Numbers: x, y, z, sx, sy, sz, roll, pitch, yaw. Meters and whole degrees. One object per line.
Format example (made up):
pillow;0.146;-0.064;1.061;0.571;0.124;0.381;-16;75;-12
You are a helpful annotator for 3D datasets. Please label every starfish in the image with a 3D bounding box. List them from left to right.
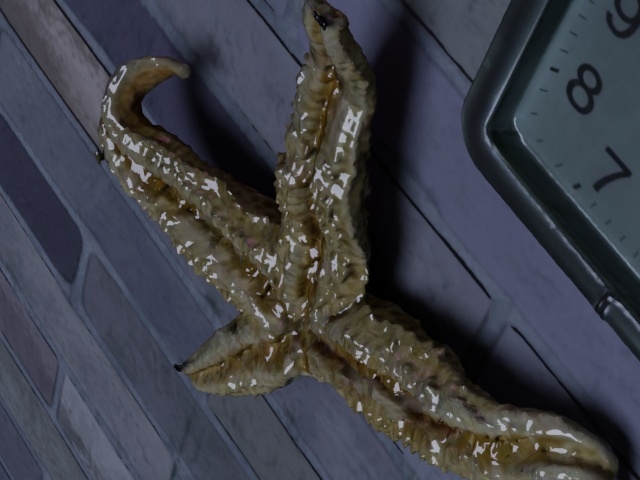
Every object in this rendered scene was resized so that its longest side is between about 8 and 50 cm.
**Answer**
starfish;0.000;0.000;1.011;0.432;0.082;0.324;5;113;56

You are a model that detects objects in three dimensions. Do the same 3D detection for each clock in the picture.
clock;0.194;-0.048;0.718;0.273;0.049;0.279;53;145;24
